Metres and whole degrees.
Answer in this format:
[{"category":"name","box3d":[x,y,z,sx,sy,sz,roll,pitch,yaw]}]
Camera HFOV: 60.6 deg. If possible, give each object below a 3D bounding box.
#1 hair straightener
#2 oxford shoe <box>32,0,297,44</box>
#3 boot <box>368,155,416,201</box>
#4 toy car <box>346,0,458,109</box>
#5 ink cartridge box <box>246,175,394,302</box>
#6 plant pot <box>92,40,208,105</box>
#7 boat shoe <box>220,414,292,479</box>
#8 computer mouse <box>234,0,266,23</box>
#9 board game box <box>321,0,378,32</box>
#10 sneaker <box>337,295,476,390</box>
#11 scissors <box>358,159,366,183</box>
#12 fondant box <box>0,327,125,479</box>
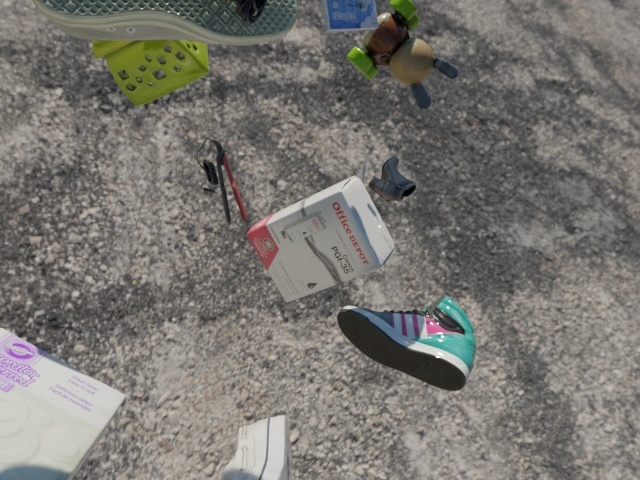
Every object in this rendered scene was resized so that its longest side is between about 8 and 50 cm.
[{"category":"hair straightener","box3d":[-0.257,-0.144,1.368,0.089,0.230,0.047,-17,22,-5]},{"category":"oxford shoe","box3d":[-0.264,-0.425,0.974,0.449,0.130,0.169,-6,91,-18]},{"category":"boot","box3d":[0.161,-0.125,1.143,0.087,0.042,0.118,25,60,31]},{"category":"toy car","box3d":[0.177,-0.359,1.094,0.188,0.155,0.149,43,14,6]},{"category":"ink cartridge box","box3d":[0.000,0.000,1.304,0.207,0.283,0.117,61,30,-10]},{"category":"plant pot","box3d":[-0.428,-0.507,1.346,0.227,0.207,0.228,-20,62,14]},{"category":"boat shoe","box3d":[-0.086,0.313,0.700,0.088,0.096,0.267,-8,17,1]},{"category":"computer mouse","box3d":[-0.142,-0.490,0.828,0.272,0.072,0.188,38,64,-43]},{"category":"board game box","box3d":[0.044,-0.377,0.864,0.090,0.020,0.090,-13,101,-25]},{"category":"sneaker","box3d":[0.199,0.178,1.158,0.295,0.124,0.178,24,42,25]},{"category":"scissors","box3d":[0.070,-0.059,1.409,0.109,0.021,0.297,-1,87,6]},{"category":"fondant box","box3d":[-0.456,0.279,0.769,0.238,0.096,0.330,31,12,-6]}]
